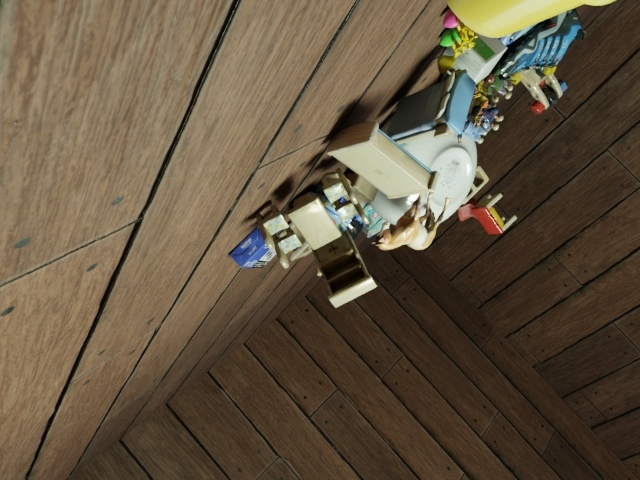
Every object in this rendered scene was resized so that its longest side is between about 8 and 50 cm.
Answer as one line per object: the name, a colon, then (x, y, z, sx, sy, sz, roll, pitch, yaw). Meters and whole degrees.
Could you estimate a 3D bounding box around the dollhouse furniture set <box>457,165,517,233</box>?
dollhouse furniture set: (0.387, -0.159, 1.887, 0.152, 0.374, 0.201, -41, -166, -17)

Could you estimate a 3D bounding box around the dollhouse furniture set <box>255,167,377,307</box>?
dollhouse furniture set: (0.013, 0.008, 1.373, 0.212, 0.161, 0.242, -28, 139, 6)

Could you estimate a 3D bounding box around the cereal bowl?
cereal bowl: (0.284, -0.178, 1.614, 0.339, 0.141, 0.338, -16, 119, -30)

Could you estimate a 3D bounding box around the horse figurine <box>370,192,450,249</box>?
horse figurine: (0.224, -0.041, 1.448, 0.263, 0.066, 0.174, 16, 99, -63)

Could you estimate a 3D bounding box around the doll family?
doll family: (0.387, -0.324, 1.520, 0.111, 0.076, 0.192, 16, 91, -41)

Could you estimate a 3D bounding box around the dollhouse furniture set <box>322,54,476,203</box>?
dollhouse furniture set: (0.145, -0.270, 1.383, 0.286, 0.198, 0.303, -6, -123, 52)

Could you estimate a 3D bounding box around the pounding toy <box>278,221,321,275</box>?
pounding toy: (0.000, 0.000, 1.787, 0.154, 0.154, 0.269, -40, 173, 17)

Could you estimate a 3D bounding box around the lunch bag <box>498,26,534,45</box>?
lunch bag: (0.466, -0.547, 1.408, 0.176, 0.090, 0.219, -35, 168, -29)

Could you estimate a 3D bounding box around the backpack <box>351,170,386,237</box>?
backpack: (0.163, -0.142, 1.773, 0.225, 0.191, 0.253, -38, 166, -20)

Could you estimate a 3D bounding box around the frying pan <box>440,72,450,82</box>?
frying pan: (0.416, -0.491, 1.580, 0.326, 0.053, 0.197, -49, 171, 25)

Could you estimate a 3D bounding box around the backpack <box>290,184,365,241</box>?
backpack: (0.014, -0.067, 1.548, 0.116, 0.158, 0.173, -56, 148, -3)

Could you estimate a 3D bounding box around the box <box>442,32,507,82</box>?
box: (0.345, -0.421, 1.422, 0.087, 0.101, 0.102, -39, 171, -26)

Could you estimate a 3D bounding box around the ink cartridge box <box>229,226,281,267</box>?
ink cartridge box: (-0.152, 0.021, 1.559, 0.097, 0.046, 0.207, -44, 172, 3)

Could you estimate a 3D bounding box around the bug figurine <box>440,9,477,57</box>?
bug figurine: (0.330, -0.466, 1.225, 0.216, 0.072, 0.279, -37, 177, 8)

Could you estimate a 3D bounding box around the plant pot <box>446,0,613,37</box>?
plant pot: (0.291, -0.405, 0.836, 0.254, 0.254, 0.239, -37, -174, -34)

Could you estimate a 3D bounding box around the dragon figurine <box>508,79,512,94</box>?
dragon figurine: (0.639, -0.580, 2.056, 0.144, 0.085, 0.289, -36, 166, -27)

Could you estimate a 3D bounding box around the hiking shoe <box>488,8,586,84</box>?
hiking shoe: (0.546, -0.474, 1.569, 0.304, 0.132, 0.113, -41, -158, -3)

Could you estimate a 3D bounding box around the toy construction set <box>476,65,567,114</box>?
toy construction set: (0.533, -0.490, 1.772, 0.309, 0.257, 0.237, -24, 158, 13)
